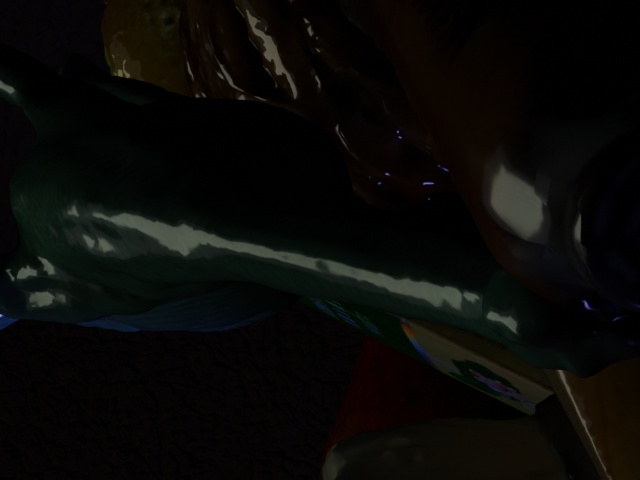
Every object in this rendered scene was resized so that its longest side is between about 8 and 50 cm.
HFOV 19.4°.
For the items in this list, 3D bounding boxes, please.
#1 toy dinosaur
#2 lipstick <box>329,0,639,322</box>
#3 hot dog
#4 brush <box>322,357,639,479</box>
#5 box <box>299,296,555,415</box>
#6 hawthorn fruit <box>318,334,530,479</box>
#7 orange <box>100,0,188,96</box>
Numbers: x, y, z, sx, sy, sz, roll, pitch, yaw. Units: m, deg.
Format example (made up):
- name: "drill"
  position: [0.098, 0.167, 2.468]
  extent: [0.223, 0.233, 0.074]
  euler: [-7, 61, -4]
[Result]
- name: "toy dinosaur"
  position: [0.000, 0.000, 0.662]
  extent: [0.383, 0.331, 0.129]
  euler: [2, -82, -65]
- name: "lipstick"
  position: [0.043, -0.077, 0.553]
  extent: [0.077, 0.077, 0.418]
  euler: [62, -177, -22]
- name: "hot dog"
  position: [0.020, -0.097, 0.992]
  extent: [0.267, 0.174, 0.387]
  euler: [62, 174, 1]
- name: "brush"
  position: [0.087, 0.090, 0.665]
  extent: [0.174, 0.166, 0.266]
  euler: [-110, -5, -55]
- name: "box"
  position: [0.080, 0.050, 0.868]
  extent: [0.235, 0.034, 0.132]
  euler: [26, 172, 15]
- name: "hawthorn fruit"
  position: [0.127, 0.148, 1.035]
  extent: [0.230, 0.210, 0.266]
  euler: [58, 168, -32]
- name: "orange"
  position: [-0.001, -0.112, 1.315]
  extent: [0.334, 0.196, 0.262]
  euler: [50, -127, -51]
